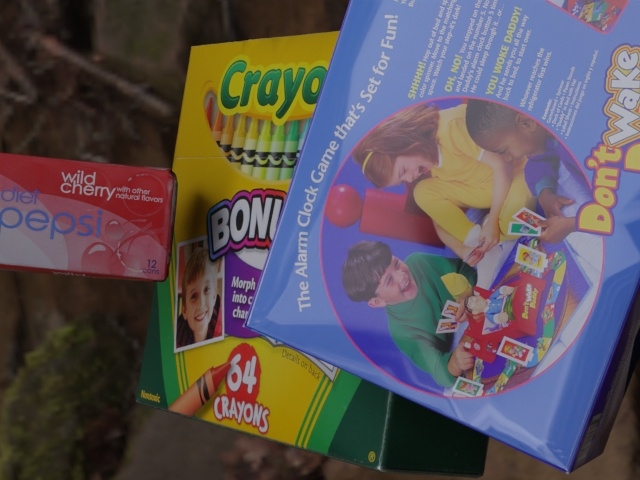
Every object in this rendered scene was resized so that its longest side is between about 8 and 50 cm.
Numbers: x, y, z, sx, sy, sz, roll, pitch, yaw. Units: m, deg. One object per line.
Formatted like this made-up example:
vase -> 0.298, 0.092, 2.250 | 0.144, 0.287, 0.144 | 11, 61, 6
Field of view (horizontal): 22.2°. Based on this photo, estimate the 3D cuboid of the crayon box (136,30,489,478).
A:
crayon box -> 0.000, 0.000, 1.281 | 0.363, 0.106, 0.313 | 5, 87, 56

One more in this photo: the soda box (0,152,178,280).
soda box -> -0.247, -0.023, 1.287 | 0.083, 0.263, 0.092 | 150, 125, -85

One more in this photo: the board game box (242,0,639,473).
board game box -> 0.117, -0.066, 1.005 | 0.233, 0.078, 0.347 | 23, 101, 22
